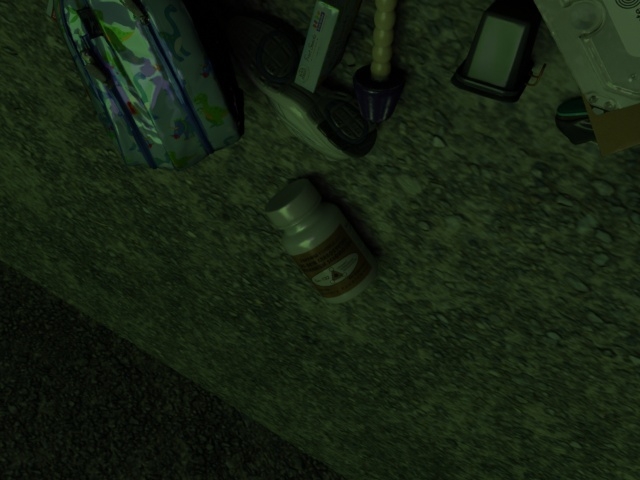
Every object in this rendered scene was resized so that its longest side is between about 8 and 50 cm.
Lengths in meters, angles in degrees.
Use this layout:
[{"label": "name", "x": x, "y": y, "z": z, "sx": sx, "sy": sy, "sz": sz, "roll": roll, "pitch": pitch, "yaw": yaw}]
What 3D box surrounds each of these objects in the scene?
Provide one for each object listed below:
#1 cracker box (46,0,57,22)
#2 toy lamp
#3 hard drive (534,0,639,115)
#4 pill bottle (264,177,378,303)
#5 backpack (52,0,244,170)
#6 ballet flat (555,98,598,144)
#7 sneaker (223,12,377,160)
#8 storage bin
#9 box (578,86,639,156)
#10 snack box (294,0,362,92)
[{"label": "cracker box", "x": -0.359, "y": -0.385, "z": 1.054, "sx": 0.232, "sy": 0.067, "sz": 0.156, "roll": 41, "pitch": 142, "yaw": -10}, {"label": "toy lamp", "x": 0.084, "y": -0.287, "z": 0.816, "sx": 0.080, "sy": 0.080, "sz": 0.274, "roll": 19, "pitch": 139, "yaw": 20}, {"label": "hard drive", "x": 0.362, "y": -0.264, "z": 0.520, "sx": 0.339, "sy": 0.064, "sz": 0.236, "roll": -12, "pitch": 123, "yaw": 48}, {"label": "pill bottle", "x": 0.000, "y": 0.000, "z": 1.147, "sx": 0.131, "sy": 0.131, "sz": 0.229, "roll": -13, "pitch": 122, "yaw": 45}, {"label": "backpack", "x": -0.246, "y": -0.280, "z": 0.874, "sx": 0.355, "sy": 0.273, "sz": 0.290, "roll": 52, "pitch": 178, "yaw": -25}, {"label": "ballet flat", "x": 0.395, "y": -0.151, "z": 0.735, "sx": 0.203, "sy": 0.074, "sz": 0.074, "roll": 0, "pitch": 131, "yaw": 46}, {"label": "sneaker", "x": -0.048, "y": -0.231, "z": 0.959, "sx": 0.297, "sy": 0.111, "sz": 0.129, "roll": 47, "pitch": 158, "yaw": -7}, {"label": "storage bin", "x": 0.228, "y": -0.237, "z": 0.723, "sx": 0.098, "sy": 0.135, "sz": 0.091, "roll": 23, "pitch": 132, "yaw": 16}, {"label": "box", "x": 0.385, "y": -0.201, "z": 0.657, "sx": 0.201, "sy": 0.021, "sz": 0.164, "roll": -21, "pitch": 85, "yaw": 47}, {"label": "snack box", "x": 0.014, "y": -0.293, "z": 0.843, "sx": 0.037, "sy": 0.100, "sz": 0.141, "roll": 31, "pitch": 143, "yaw": 6}]
